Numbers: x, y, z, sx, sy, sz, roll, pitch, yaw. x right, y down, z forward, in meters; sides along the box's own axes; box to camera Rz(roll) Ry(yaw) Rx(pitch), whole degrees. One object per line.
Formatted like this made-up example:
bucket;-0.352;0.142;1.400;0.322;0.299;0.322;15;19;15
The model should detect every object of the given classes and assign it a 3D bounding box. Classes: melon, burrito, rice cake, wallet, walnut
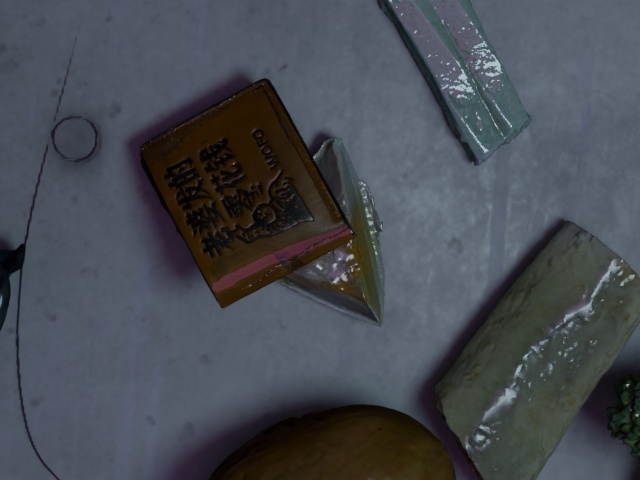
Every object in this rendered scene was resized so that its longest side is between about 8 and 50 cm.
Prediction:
melon;-0.004;0.001;1.700;0.140;0.093;0.202;-12;90;3
burrito;0.225;0.134;1.734;0.143;0.105;0.299;35;90;-13
rice cake;0.140;-0.192;1.718;0.085;0.040;0.226;-30;98;-3
wallet;-0.079;-0.048;1.663;0.161;0.042;0.195;-30;73;4
walnut;-0.008;0.271;1.676;0.298;0.203;0.203;-20;98;-1

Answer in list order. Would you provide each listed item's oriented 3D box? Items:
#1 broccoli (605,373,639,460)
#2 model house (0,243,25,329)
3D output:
broccoli;0.411;0.306;1.701;0.302;0.249;0.375;-33;104;-5
model house;-0.456;0.077;1.600;0.303;0.215;0.237;20;94;-3
